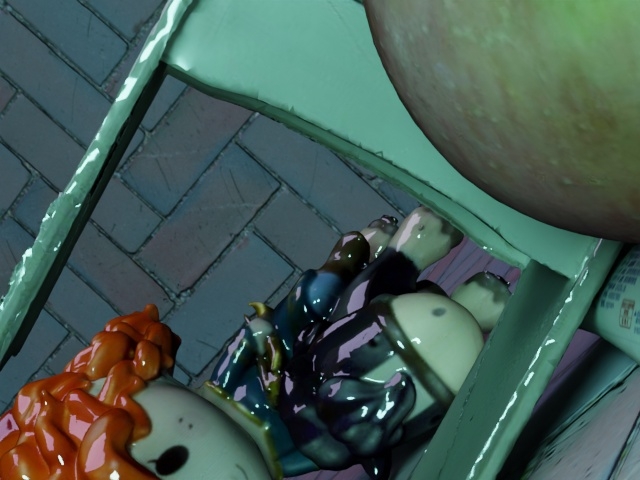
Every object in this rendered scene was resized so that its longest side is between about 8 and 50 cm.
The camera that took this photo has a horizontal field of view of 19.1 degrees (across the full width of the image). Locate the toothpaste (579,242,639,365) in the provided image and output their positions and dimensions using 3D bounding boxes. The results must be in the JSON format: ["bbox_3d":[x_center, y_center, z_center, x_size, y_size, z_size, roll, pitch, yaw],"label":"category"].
[{"bbox_3d":[0.151,0.024,0.940,0.069,0.047,0.268,-46,1,-2],"label":"toothpaste"}]

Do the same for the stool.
[{"bbox_3d":[0.000,0.000,0.958,0.269,0.244,0.170,-61,3,-1],"label":"stool"}]

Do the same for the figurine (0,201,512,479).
[{"bbox_3d":[-0.045,0.131,1.347,0.412,0.241,0.306,-30,27,5],"label":"figurine"}]

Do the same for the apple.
[{"bbox_3d":[0.144,-0.139,0.738,0.306,0.235,0.305,-26,41,25],"label":"apple"}]
